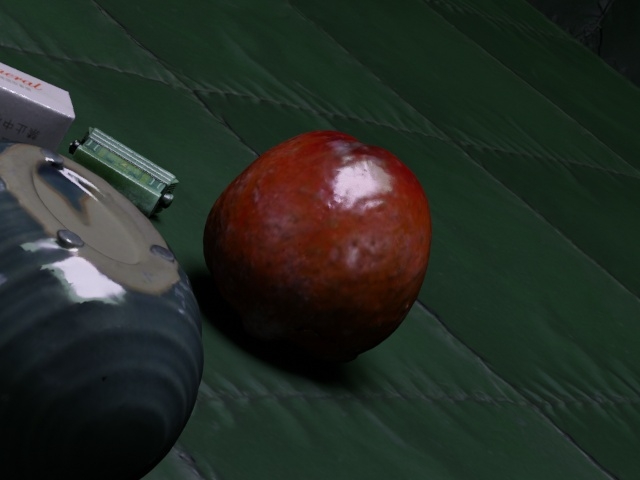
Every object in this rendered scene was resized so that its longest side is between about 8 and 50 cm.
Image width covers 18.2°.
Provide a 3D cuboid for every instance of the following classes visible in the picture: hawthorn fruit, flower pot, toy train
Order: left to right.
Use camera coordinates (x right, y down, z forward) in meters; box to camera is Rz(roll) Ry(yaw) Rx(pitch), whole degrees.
[{"bbox_3d":[-0.168,0.043,1.135,0.189,0.157,0.243,15,26,-46],"label":"flower pot"},{"bbox_3d":[-0.162,-0.049,1.587,0.093,0.038,0.056,32,24,-1],"label":"toy train"},{"bbox_3d":[0.000,0.000,1.505,0.173,0.173,0.173,28,18,-10],"label":"hawthorn fruit"}]

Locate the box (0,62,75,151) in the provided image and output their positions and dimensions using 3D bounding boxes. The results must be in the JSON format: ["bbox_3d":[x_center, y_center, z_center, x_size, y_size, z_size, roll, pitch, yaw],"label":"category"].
[{"bbox_3d":[-0.234,-0.043,1.257,0.100,0.152,0.048,24,23,-24],"label":"box"}]
